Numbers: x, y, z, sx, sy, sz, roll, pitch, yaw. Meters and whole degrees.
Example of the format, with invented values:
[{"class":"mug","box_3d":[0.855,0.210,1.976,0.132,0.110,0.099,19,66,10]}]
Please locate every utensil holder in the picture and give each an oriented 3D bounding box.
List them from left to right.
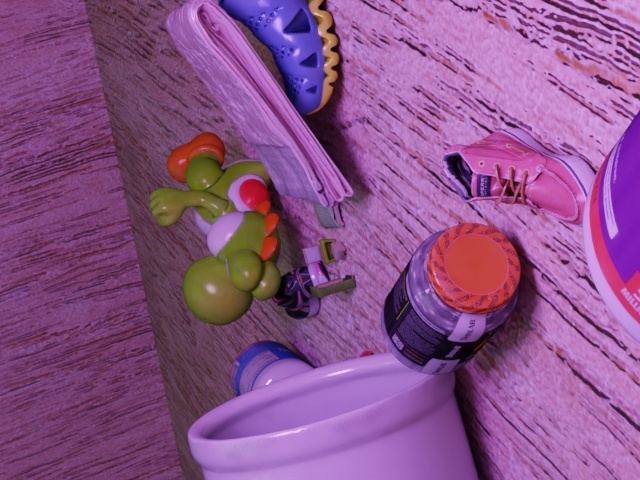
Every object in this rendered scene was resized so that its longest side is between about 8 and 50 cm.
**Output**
[{"class":"utensil holder","box_3d":[0.047,0.363,1.572,0.327,0.327,0.385,179,75,-73]}]

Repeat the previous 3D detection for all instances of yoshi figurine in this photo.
[{"class":"yoshi figurine","box_3d":[-0.164,-0.001,2.070,0.362,0.203,0.203,-113,22,-54]}]

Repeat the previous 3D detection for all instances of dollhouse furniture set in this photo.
[{"class":"dollhouse furniture set","box_3d":[0.000,0.000,1.854,0.076,0.058,0.152,-175,70,-72]}]

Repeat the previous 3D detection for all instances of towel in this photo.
[{"class":"towel","box_3d":[-0.095,-0.184,1.769,0.317,0.053,0.332,54,173,-12]}]

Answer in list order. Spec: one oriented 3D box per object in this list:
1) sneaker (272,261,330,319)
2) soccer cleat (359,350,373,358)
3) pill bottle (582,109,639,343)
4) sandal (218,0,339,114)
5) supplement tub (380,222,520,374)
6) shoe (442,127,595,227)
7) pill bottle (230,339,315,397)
[{"class":"sneaker","box_3d":[-0.043,0.078,2.035,0.178,0.077,0.072,112,140,-64]},{"class":"soccer cleat","box_3d":[0.072,0.197,1.858,0.035,0.029,0.083,113,143,-78]},{"class":"pill bottle","box_3d":[0.271,-0.057,0.702,0.323,0.181,0.181,108,143,-63]},{"class":"sandal","box_3d":[-0.069,-0.309,1.664,0.126,0.138,0.317,-173,67,-70]},{"class":"supplement tub","box_3d":[0.136,0.060,1.365,0.190,0.117,0.117,114,137,-66]},{"class":"shoe","box_3d":[0.179,-0.050,1.185,0.178,0.081,0.063,-134,32,-58]},{"class":"pill bottle","box_3d":[-0.064,0.248,2.178,0.221,0.124,0.124,-153,50,-68]}]
